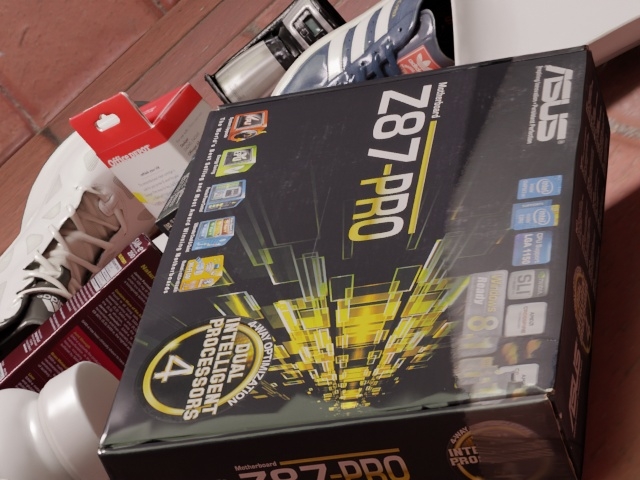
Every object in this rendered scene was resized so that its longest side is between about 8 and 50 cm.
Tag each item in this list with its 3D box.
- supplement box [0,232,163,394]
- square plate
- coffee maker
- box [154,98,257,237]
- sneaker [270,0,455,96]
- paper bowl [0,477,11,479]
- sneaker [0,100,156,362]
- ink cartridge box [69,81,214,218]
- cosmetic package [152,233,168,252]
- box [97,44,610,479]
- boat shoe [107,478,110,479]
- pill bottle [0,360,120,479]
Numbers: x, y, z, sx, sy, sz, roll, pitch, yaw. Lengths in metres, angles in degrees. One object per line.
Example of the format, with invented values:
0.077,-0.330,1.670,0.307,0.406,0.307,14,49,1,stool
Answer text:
-0.221,0.121,1.928,0.239,0.130,0.073,-42,16,-3,supplement box
0.282,-0.264,1.789,0.347,0.049,0.344,-27,29,18,square plate
-0.045,-0.229,2.417,0.178,0.120,0.171,-39,16,7,coffee maker
-0.067,-0.031,1.932,0.077,0.147,0.180,-32,19,32,box
0.078,-0.180,2.010,0.350,0.131,0.148,-45,20,1,sneaker
-0.298,0.340,1.531,0.284,0.148,0.284,-37,17,13,paper bowl
-0.294,0.040,2.309,0.447,0.169,0.257,-50,26,0,sneaker
-0.153,-0.086,2.110,0.134,0.231,0.078,-19,29,52,ink cartridge box
-0.159,0.049,2.053,0.231,0.085,0.117,-29,21,32,cosmetic package
0.039,0.027,1.379,0.318,0.097,0.395,-6,38,18,box
-0.066,0.175,1.488,0.324,0.116,0.097,-31,22,49,boat shoe
-0.299,0.240,1.735,0.301,0.169,0.169,-35,18,14,pill bottle
